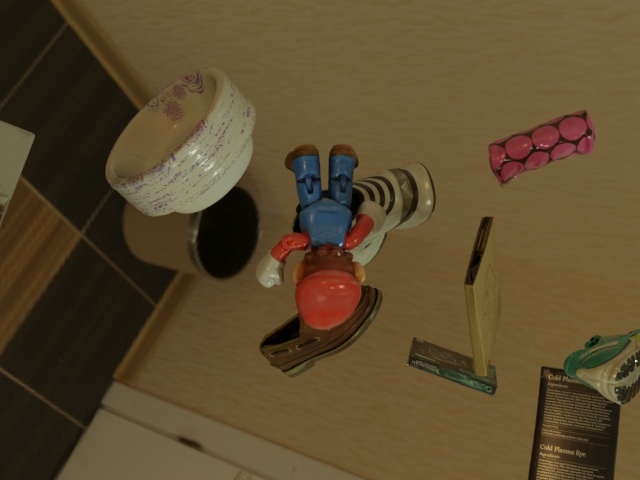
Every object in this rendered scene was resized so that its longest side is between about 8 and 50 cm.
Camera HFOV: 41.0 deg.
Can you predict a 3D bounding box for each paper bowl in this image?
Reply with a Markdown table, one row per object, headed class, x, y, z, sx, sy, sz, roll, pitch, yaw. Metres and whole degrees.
| class | x | y | z | sx | sy | sz | roll | pitch | yaw |
| --- | --- | --- | --- | --- | --- | --- | --- | --- | --- |
| paper bowl | -0.236 | -0.163 | 1.539 | 0.148 | 0.284 | 0.284 | 44 | 63 | -34 |

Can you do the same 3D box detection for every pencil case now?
| class | x | y | z | sx | sy | sz | roll | pitch | yaw |
| --- | --- | --- | --- | --- | --- | --- | --- | --- | --- |
| pencil case | 0.433 | -0.178 | 1.670 | 0.095 | 0.209 | 0.098 | -83 | 152 | -64 |

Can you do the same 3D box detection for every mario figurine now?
| class | x | y | z | sx | sy | sz | roll | pitch | yaw |
| --- | --- | --- | --- | --- | --- | --- | --- | --- | --- |
| mario figurine | 0.000 | 0.000 | 1.523 | 0.170 | 0.198 | 0.321 | 21 | 65 | -56 |

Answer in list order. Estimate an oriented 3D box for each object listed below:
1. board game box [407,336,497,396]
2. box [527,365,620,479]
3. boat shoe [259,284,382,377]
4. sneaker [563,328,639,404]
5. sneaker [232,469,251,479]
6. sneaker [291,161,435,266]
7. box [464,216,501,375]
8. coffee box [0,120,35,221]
| class | x | y | z | sx | sy | sz | roll | pitch | yaw |
| --- | --- | --- | --- | --- | --- | --- | --- | --- | --- |
| board game box | 0.274 | 0.261 | 1.779 | 0.126 | 0.186 | 0.026 | -50 | 159 | -75 |
| box | 0.584 | 0.465 | 1.966 | 0.343 | 0.178 | 0.313 | 36 | 61 | -70 |
| boat shoe | -0.005 | 0.183 | 1.801 | 0.104 | 0.307 | 0.111 | 38 | 28 | -22 |
| sneaker | 0.493 | 0.179 | 1.399 | 0.275 | 0.110 | 0.107 | -10 | 110 | -48 |
| sneaker | -0.226 | 0.602 | 1.925 | 0.212 | 0.094 | 0.080 | -68 | 168 | 13 |
| sneaker | 0.023 | -0.041 | 1.819 | 0.257 | 0.447 | 0.169 | -8 | 75 | -29 |
| box | 0.260 | 0.089 | 1.356 | 0.164 | 0.021 | 0.201 | -65 | 150 | -45 |
| coffee box | -0.533 | -0.065 | 1.222 | 0.168 | 0.297 | 0.119 | 22 | 56 | -20 |
